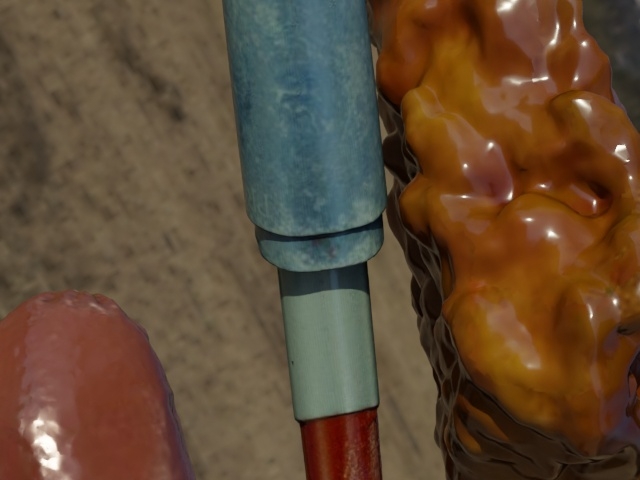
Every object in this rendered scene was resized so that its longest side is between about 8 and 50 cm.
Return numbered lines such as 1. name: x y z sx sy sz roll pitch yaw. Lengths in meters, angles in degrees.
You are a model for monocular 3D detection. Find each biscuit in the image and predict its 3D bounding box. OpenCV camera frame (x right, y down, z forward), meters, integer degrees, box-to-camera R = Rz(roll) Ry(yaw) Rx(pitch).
1. biscuit: 0.088 -0.007 0.823 0.318 0.110 0.312 76 2 -64

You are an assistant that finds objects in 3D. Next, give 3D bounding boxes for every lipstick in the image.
1. lipstick: 0.000 0.000 0.752 0.068 0.061 0.274 -121 -157 -66

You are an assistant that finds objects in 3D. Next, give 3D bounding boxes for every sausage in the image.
1. sausage: -0.142 0.159 1.021 0.254 0.148 0.148 68 10 10
